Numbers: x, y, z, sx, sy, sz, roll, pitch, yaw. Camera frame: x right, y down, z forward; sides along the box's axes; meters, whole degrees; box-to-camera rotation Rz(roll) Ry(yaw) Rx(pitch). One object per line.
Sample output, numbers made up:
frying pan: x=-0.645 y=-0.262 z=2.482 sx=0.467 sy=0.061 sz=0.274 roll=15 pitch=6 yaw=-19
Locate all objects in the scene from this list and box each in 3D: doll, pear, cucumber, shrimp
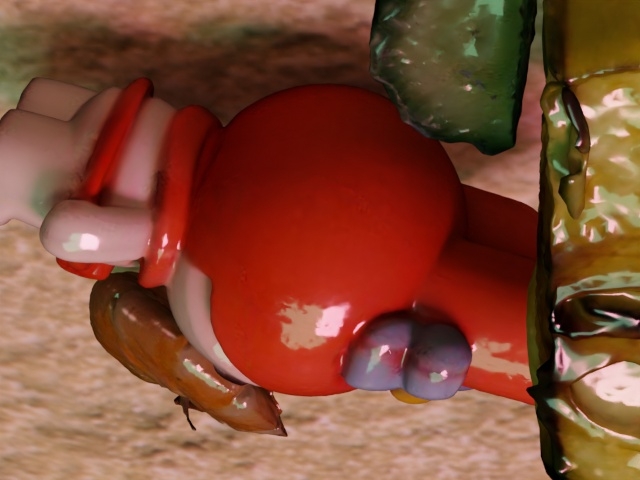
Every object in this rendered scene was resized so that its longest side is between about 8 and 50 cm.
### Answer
doll: x=0.000 y=0.000 z=0.828 sx=0.290 sy=0.161 sz=0.130 roll=18 pitch=116 yaw=2
pear: x=0.196 y=-0.024 z=0.649 sx=0.255 sy=0.164 sz=0.238 roll=1 pitch=136 yaw=11
cucumber: x=0.054 y=-0.107 z=0.709 sx=0.062 sy=0.115 sz=0.116 roll=3 pitch=138 yaw=6
shrimp: x=-0.062 y=0.064 z=0.957 sx=0.115 sy=0.051 sz=0.217 roll=46 pitch=176 yaw=5
